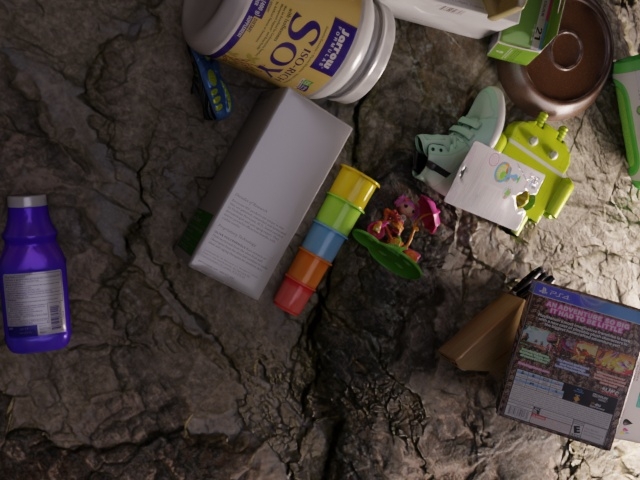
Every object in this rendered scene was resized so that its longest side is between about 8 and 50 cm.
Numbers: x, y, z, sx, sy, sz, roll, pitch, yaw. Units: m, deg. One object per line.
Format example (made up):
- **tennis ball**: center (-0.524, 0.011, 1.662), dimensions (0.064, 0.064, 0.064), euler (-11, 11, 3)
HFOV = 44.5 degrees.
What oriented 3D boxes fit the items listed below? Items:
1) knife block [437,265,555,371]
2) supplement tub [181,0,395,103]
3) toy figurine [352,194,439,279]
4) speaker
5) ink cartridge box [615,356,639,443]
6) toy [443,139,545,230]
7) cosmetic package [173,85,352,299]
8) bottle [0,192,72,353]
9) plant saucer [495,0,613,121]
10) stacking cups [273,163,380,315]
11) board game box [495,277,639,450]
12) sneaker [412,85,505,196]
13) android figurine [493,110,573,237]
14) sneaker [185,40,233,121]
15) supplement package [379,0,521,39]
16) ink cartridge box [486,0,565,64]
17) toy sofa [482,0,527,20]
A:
- **knife block**: center (0.418, 0.171, 1.754), dimensions (0.276, 0.088, 0.242), euler (7, 95, -20)
- **supplement tub**: center (-0.055, -0.398, 1.410), dimensions (0.331, 0.241, 0.241), euler (17, 92, -33)
- **toy figurine**: center (0.176, -0.031, 1.640), dimensions (0.173, 0.130, 0.159), euler (36, 73, -8)
- **speaker**: center (0.750, -0.273, 1.788), dimensions (0.131, 0.131, 0.296), euler (-19, 103, -16)
- **ink cartridge box**: center (0.697, 0.344, 1.817), dimensions (0.270, 0.197, 0.198), euler (14, 93, -20)
- **toy**: center (0.357, -0.117, 1.640), dimensions (0.237, 0.056, 0.137), euler (19, 102, -33)
- **cosmetic package**: center (-0.113, -0.093, 1.474), dimensions (0.155, 0.197, 0.365), euler (29, 86, -20)
- **bottle**: center (-0.517, 0.058, 1.407), dimensions (0.118, 0.092, 0.283), euler (-5, 99, -19)
- **plant saucer**: center (0.532, -0.420, 1.733), dimensions (0.310, 0.050, 0.310), euler (-3, 99, -18)
- **stacking cups**: center (0.000, 0.000, 1.583), dimensions (0.096, 0.096, 0.316), euler (32, 88, -20)
- **board game box**: center (0.517, 0.250, 1.626), dimensions (0.232, 0.141, 0.291), euler (17, 93, 11)
- **sneaker**: center (0.285, -0.224, 1.643), dimensions (0.151, 0.094, 0.256), euler (21, 93, -28)
- **android figurine**: center (0.456, -0.152, 1.740), dimensions (0.248, 0.056, 0.273), euler (31, 89, -20)
- **sneaker**: center (-0.222, -0.313, 1.470), dimensions (0.067, 0.078, 0.188), euler (-15, 89, -46)
- **supplement package**: center (0.241, -0.505, 1.516), dimensions (0.262, 0.204, 0.145), euler (11, 94, -12)
- **ink cartridge box**: center (0.414, -0.472, 1.542), dimensions (0.097, 0.255, 0.189), euler (13, 91, 3)
- **toy sofa**: center (0.195, -0.524, 1.325), dimensions (0.362, 0.150, 0.177), euler (19, 94, -10)
